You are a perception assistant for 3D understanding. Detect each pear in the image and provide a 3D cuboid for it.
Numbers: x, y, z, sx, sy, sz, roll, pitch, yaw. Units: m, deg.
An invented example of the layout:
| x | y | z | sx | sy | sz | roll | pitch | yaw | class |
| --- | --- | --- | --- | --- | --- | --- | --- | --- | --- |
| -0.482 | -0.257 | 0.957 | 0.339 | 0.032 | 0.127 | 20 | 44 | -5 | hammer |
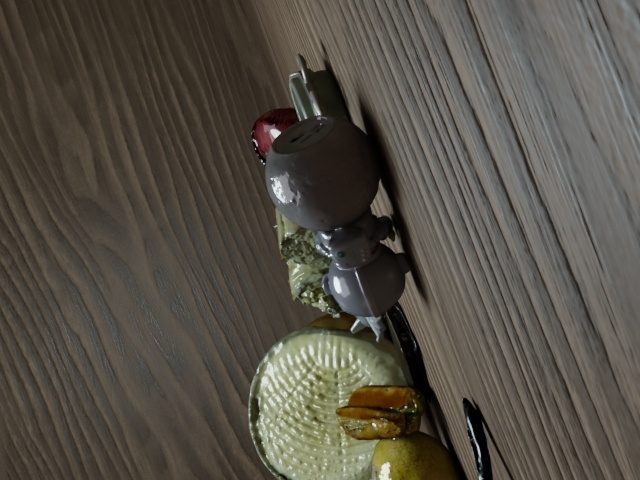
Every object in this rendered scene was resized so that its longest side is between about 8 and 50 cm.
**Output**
| x | y | z | sx | sy | sz | roll | pitch | yaw | class |
| --- | --- | --- | --- | --- | --- | --- | --- | --- | --- |
| 0.163 | 0.421 | 1.591 | 0.178 | 0.178 | 0.178 | 159 | 90 | -88 | pear |

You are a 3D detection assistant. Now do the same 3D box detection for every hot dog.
| x | y | z | sx | sy | sz | roll | pitch | yaw | class |
| --- | --- | --- | --- | --- | --- | --- | --- | --- | --- |
| 0.105 | 0.314 | 1.613 | 0.072 | 0.115 | 0.269 | 57 | 160 | -6 | hot dog |

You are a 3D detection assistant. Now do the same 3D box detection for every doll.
| x | y | z | sx | sy | sz | roll | pitch | yaw | class |
| --- | --- | --- | --- | --- | --- | --- | --- | --- | --- |
| 0.033 | -0.017 | 1.137 | 0.151 | 0.150 | 0.287 | -113 | -1 | -59 | doll |

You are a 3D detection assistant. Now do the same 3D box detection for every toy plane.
| x | y | z | sx | sy | sz | roll | pitch | yaw | class |
| --- | --- | --- | --- | --- | --- | --- | --- | --- | --- |
| 0.074 | 0.112 | 1.628 | 0.174 | 0.080 | 0.174 | 61 | 177 | 5 | toy plane |

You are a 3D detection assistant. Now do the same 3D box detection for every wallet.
| x | y | z | sx | sy | sz | roll | pitch | yaw | class |
| --- | --- | --- | --- | --- | --- | --- | --- | --- | --- |
| 0.157 | 0.209 | 1.586 | 0.198 | 0.031 | 0.110 | 70 | 178 | -48 | wallet |

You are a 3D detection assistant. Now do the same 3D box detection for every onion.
| x | y | z | sx | sy | sz | roll | pitch | yaw | class |
| --- | --- | --- | --- | --- | --- | --- | --- | --- | --- |
| -0.046 | -0.197 | 1.771 | 0.184 | 0.147 | 0.184 | 29 | 154 | 16 | onion |

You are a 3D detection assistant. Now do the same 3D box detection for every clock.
| x | y | z | sx | sy | sz | roll | pitch | yaw | class |
| --- | --- | --- | --- | --- | --- | --- | --- | --- | --- |
| 0.003 | -0.181 | 1.311 | 0.191 | 0.062 | 0.152 | 74 | 176 | -62 | clock |

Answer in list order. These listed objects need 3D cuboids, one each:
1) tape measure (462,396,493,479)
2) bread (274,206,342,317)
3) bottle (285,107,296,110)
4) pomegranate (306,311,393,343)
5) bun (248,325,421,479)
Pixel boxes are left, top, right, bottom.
| x | y | z | sx | sy | sz | roll | pitch | yaw | class |
| --- | --- | --- | --- | --- | --- | --- | --- | --- | --- |
| 0.161 | 0.373 | 1.000 | 0.215 | 0.097 | 0.351 | -57 | 37 | 35 | tape measure |
| 0.000 | -0.001 | 1.756 | 0.314 | 0.171 | 0.192 | 79 | 180 | -51 | bread |
| -0.034 | -0.184 | 1.997 | 0.330 | 0.093 | 0.093 | -113 | 3 | -51 | bottle |
| 0.065 | 0.302 | 2.074 | 0.229 | 0.252 | 0.271 | 105 | 152 | -52 | pomegranate |
| 0.038 | 0.349 | 1.860 | 0.364 | 0.364 | 0.202 | 69 | -165 | 16 | bun |
